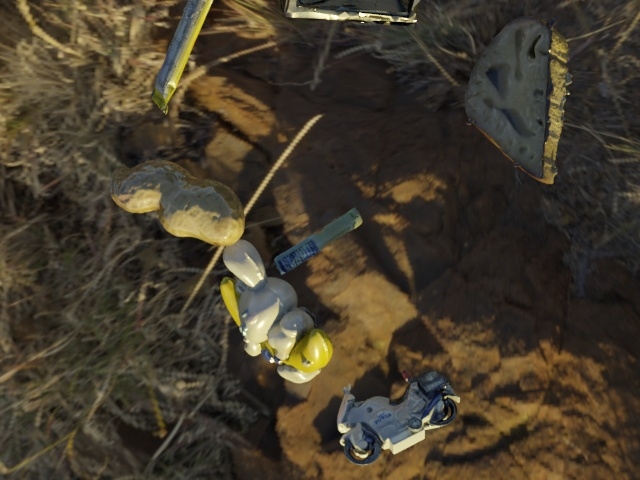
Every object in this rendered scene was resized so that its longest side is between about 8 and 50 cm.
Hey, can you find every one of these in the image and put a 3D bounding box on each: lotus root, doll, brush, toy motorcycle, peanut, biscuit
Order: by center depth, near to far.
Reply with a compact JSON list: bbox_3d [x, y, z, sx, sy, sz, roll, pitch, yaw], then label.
[{"bbox_3d":[-0.163,-0.304,1.507,0.026,0.048,0.292,11,117,-35],"label":"biscuit"},{"bbox_3d":[-0.219,-0.063,1.756,0.228,0.085,0.104,25,86,13],"label":"peanut"},{"bbox_3d":[0.319,-0.231,1.849,0.170,0.074,0.260,11,89,33],"label":"lotus root"},{"bbox_3d":[-0.082,0.132,1.896,0.111,0.252,0.237,-39,77,-22],"label":"doll"},{"bbox_3d":[0.000,0.000,1.913,0.178,0.030,0.033,-33,99,-20],"label":"brush"},{"bbox_3d":[0.119,0.285,1.927,0.221,0.150,0.102,-23,139,-16],"label":"toy motorcycle"}]

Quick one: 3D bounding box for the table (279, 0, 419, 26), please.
[{"bbox_3d":[0.044,-0.548,1.797,0.222,0.335,0.272,2,132,-16],"label":"table"}]
